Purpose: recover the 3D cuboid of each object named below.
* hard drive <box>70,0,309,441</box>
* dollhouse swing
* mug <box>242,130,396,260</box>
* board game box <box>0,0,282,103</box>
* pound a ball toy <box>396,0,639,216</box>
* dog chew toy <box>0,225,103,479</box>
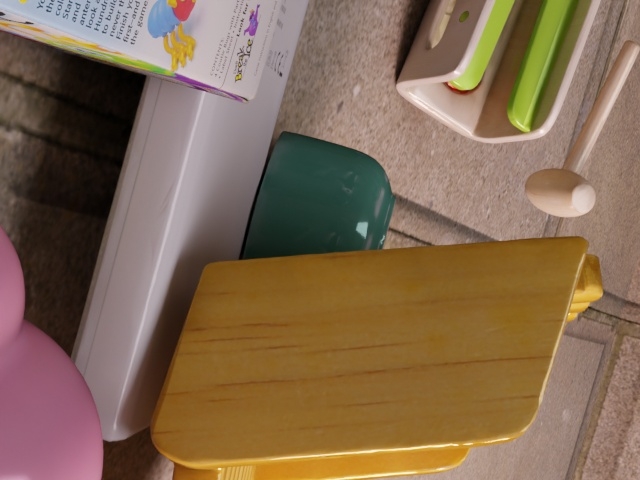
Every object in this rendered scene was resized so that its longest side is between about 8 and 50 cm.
[{"bbox_3d":[-0.073,-0.061,0.832,0.233,0.047,0.353,3,102,-83],"label":"hard drive"},{"bbox_3d":[0.027,0.190,0.862,0.347,0.315,0.304,95,-9,-75],"label":"dollhouse swing"},{"bbox_3d":[0.002,-0.009,0.996,0.158,0.097,0.129,64,41,-86],"label":"mug"},{"bbox_3d":[-0.132,-0.168,0.588,0.275,0.142,0.144,10,96,-66],"label":"board game box"},{"bbox_3d":[0.201,-0.203,1.253,0.208,0.136,0.319,28,76,-29],"label":"pound a ball toy"},{"bbox_3d":[-0.188,0.120,0.600,0.207,0.207,0.331,-37,129,-53],"label":"dog chew toy"}]
